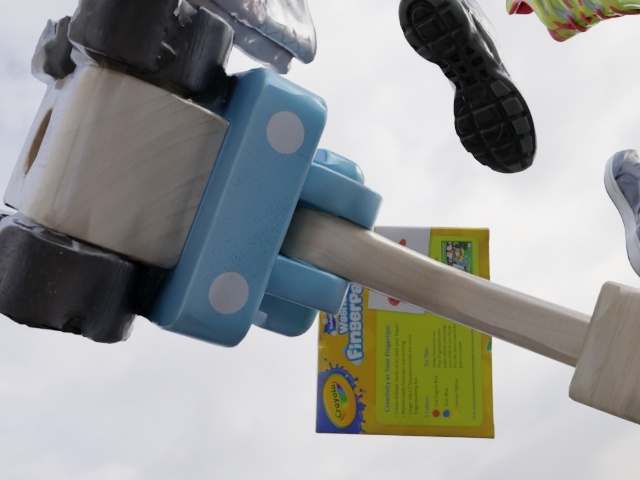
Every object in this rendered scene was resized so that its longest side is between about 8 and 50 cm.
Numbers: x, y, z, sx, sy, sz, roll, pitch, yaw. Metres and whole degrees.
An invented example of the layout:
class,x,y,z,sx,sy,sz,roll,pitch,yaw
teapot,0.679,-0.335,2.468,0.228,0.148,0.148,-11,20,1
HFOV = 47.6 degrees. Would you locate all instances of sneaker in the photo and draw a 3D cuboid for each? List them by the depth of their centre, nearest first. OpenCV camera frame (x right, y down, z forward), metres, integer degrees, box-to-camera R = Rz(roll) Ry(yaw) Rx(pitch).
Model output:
class,x,y,z,sx,sy,sz,roll,pitch,yaw
sneaker,0.250,-0.225,0.665,0.082,0.208,0.094,-6,-60,-29
sneaker,0.417,-0.071,0.833,0.086,0.226,0.163,21,-49,-13
sneaker,0.200,-0.208,0.891,0.101,0.267,0.106,-17,22,42

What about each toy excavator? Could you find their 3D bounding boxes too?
class,x,y,z,sx,sy,sz,roll,pitch,yaw
toy excavator,0.000,0.000,0.553,0.445,0.433,0.222,20,-94,-29

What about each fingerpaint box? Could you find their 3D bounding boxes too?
class,x,y,z,sx,sy,sz,roll,pitch,yaw
fingerpaint box,0.178,0.199,1.587,0.371,0.444,0.163,1,-14,2

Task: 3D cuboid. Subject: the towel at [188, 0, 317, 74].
class,x,y,z,sx,sy,sz,roll,pitch,yaw
towel,-0.099,-0.321,0.529,0.053,0.331,0.317,-13,-12,19
